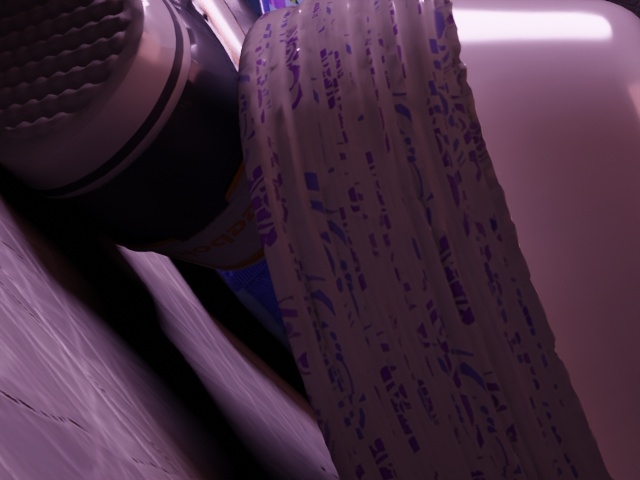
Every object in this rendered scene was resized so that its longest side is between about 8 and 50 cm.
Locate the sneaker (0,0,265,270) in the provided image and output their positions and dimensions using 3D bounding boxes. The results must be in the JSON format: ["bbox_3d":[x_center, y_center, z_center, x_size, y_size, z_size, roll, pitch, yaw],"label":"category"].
[{"bbox_3d":[-0.099,-0.096,0.836,0.127,0.126,0.321,39,18,-37],"label":"sneaker"}]

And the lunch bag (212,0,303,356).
[{"bbox_3d":[0.000,0.000,1.049,0.221,0.138,0.293,50,9,-38],"label":"lunch bag"}]

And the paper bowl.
[{"bbox_3d":[0.088,0.020,0.731,0.284,0.148,0.284,-20,90,-76],"label":"paper bowl"}]
